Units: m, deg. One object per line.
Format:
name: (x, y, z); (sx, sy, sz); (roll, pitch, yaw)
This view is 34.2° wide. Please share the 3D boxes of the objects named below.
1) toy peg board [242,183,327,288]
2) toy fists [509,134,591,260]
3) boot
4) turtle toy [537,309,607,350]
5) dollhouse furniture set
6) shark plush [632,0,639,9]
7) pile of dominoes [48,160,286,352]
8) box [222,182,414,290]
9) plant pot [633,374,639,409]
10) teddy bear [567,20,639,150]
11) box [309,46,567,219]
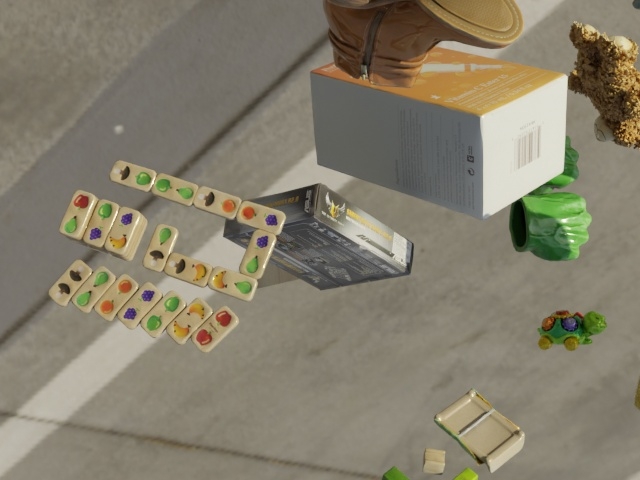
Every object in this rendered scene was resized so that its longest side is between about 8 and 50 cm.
toy peg board: (-0.063, -0.015, 1.880); (0.161, 0.079, 0.161); (-13, 108, -14)
toy fists: (0.415, -0.090, 1.927); (0.142, 0.279, 0.096); (1, 155, -15)
boot: (0.093, -0.193, 0.982); (0.073, 0.197, 0.152); (-52, 160, -27)
turtle toy: (0.458, 0.160, 1.900); (0.130, 0.066, 0.095); (-2, -172, 30)
dollhouse furniture set: (0.121, 0.215, 0.993); (0.152, 0.076, 0.058); (-29, 143, -35)
shark plush: (0.556, -0.408, 1.671); (0.067, 0.073, 0.161); (21, 172, 5)
pile of dominoes: (-0.192, 0.015, 1.243); (0.251, 0.195, 0.040); (17, 167, 14)
box: (0.000, 0.000, 1.552); (0.183, 0.056, 0.231); (-11, 150, 40)
plant pot: (0.559, 0.249, 1.664); (0.095, 0.134, 0.134); (-52, 141, 3)
teddy bear: (0.627, -0.328, 2.269); (0.113, 0.245, 0.338); (-44, 149, -14)
box: (0.181, -0.187, 1.638); (0.215, 0.345, 0.168); (-29, 126, -37)
